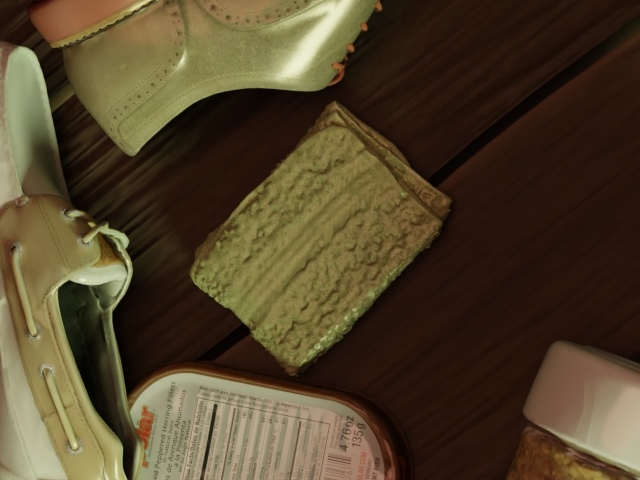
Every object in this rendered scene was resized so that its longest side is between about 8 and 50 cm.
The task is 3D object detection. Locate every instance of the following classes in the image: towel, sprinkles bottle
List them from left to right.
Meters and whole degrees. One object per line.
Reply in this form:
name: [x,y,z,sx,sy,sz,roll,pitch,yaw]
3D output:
towel: [0.000,0.000,1.219,0.110,0.027,0.148,44,97,15]
sprinkles bottle: [0.122,0.239,1.110,0.121,0.121,0.355,22,92,18]

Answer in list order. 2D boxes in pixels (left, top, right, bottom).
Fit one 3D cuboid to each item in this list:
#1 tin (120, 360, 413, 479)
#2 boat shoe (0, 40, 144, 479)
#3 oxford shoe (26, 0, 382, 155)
tin: [-0.038,0.133,1.215,0.189,0.040,0.106,10,83,18]
boat shoe: [-0.167,0.019,1.224,0.103,0.113,0.302,-8,85,19]
oxford shoe: [0.002,-0.166,1.208,0.348,0.123,0.130,-23,105,13]
